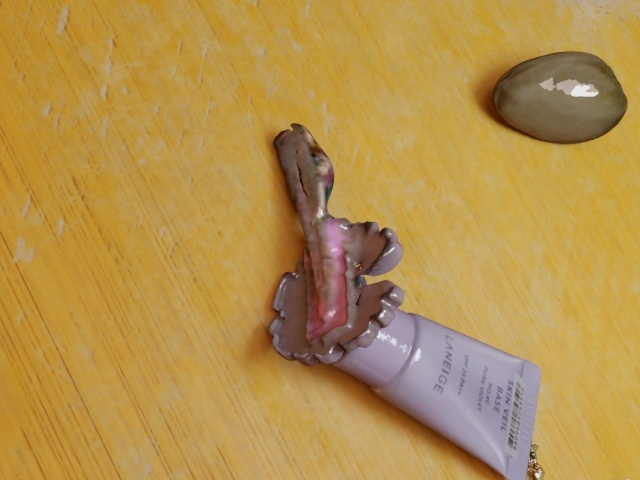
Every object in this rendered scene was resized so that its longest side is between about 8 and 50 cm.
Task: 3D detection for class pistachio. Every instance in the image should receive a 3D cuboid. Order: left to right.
[{"bbox_3d":[0.316,-0.190,1.101,0.186,0.126,0.108,9,30,-11],"label":"pistachio"}]

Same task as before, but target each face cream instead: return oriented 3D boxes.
[{"bbox_3d":[0.141,0.159,0.954,0.274,0.096,0.154,29,55,-19],"label":"face cream"}]

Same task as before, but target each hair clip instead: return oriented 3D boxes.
[{"bbox_3d":[0.004,0.001,0.937,0.069,0.173,0.300,26,44,-45],"label":"hair clip"}]

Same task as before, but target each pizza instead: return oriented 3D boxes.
[{"bbox_3d":[0.248,0.262,0.991,0.037,0.016,0.083,-2,74,-24],"label":"pizza"}]

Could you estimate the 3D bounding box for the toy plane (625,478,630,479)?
[{"bbox_3d":[0.427,0.409,0.967,0.242,0.104,0.256,-2,68,-3],"label":"toy plane"}]
